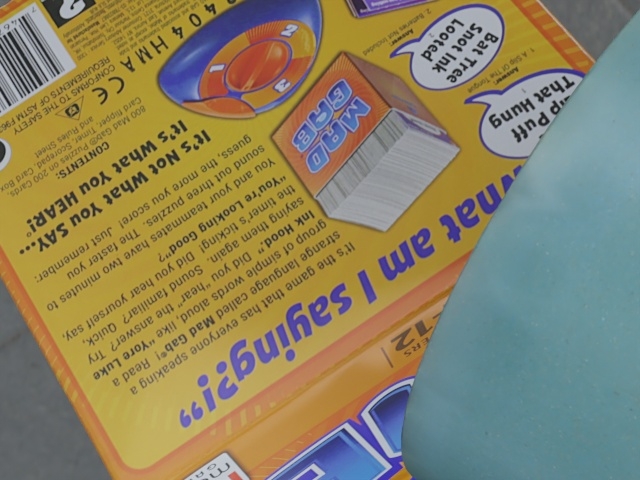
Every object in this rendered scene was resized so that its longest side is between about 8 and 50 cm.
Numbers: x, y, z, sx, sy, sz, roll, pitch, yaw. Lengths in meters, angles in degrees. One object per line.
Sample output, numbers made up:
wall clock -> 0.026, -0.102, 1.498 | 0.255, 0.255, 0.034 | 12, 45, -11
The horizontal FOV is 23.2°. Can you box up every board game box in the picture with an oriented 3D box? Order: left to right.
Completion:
board game box -> 0.000, 0.000, 1.066 | 0.356, 0.356, 0.356 | -34, 149, -3

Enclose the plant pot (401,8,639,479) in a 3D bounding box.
plant pot -> 0.213, 0.048, 0.647 | 0.235, 0.293, 0.293 | 35, 136, 21
